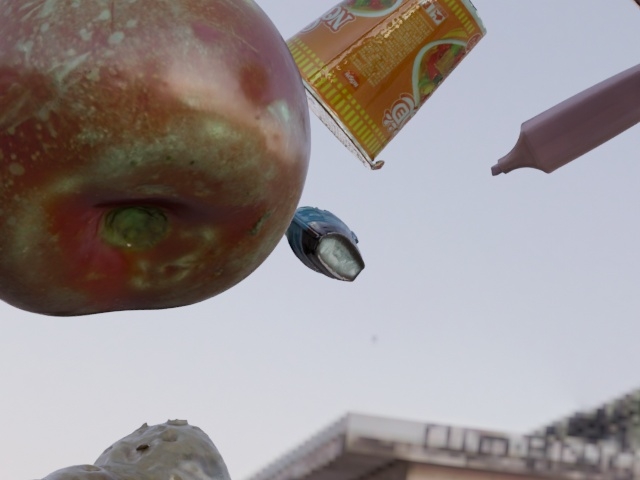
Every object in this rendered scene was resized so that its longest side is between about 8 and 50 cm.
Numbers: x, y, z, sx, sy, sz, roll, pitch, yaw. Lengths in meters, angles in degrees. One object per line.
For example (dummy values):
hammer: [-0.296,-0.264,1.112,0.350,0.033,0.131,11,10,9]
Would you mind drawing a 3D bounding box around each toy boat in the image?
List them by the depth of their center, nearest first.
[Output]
toy boat: [0.000,0.000,1.852,0.061,0.060,0.137,40,2,29]

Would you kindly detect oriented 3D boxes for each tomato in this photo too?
tomato: [-0.143,-0.082,1.241,0.270,0.223,0.270,-12,-32,-8]

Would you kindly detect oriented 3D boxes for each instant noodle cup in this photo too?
instant noodle cup: [0.066,-0.192,1.836,0.168,0.185,0.168,48,0,0]

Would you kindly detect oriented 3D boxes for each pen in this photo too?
pen: [0.234,-0.104,1.628,0.197,0.053,0.032,-28,-2,30]

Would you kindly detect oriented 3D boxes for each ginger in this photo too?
ginger: [-0.200,0.313,1.871,0.176,0.256,0.375,-13,-11,30]

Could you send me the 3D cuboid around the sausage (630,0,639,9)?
sausage: [0.286,-0.188,1.173,0.148,0.148,0.254,28,8,-41]
